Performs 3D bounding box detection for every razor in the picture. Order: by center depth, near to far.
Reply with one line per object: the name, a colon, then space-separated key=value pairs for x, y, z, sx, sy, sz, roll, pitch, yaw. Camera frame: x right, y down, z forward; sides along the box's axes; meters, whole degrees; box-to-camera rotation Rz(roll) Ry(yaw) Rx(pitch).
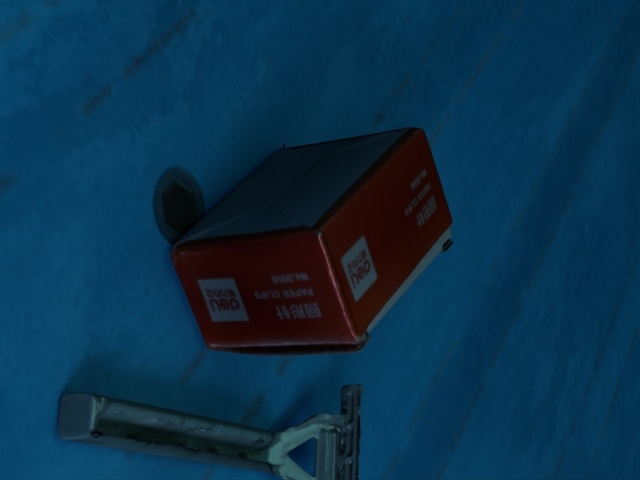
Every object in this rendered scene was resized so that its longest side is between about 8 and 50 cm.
razor: x=-0.067 y=0.137 z=0.816 sx=0.277 sy=0.056 sz=0.111 roll=20 pitch=66 yaw=-47

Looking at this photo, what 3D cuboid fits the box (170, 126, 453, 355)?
box: x=0.000 y=0.000 z=0.858 sx=0.182 sy=0.133 sz=0.099 roll=-47 pitch=125 yaw=-52
